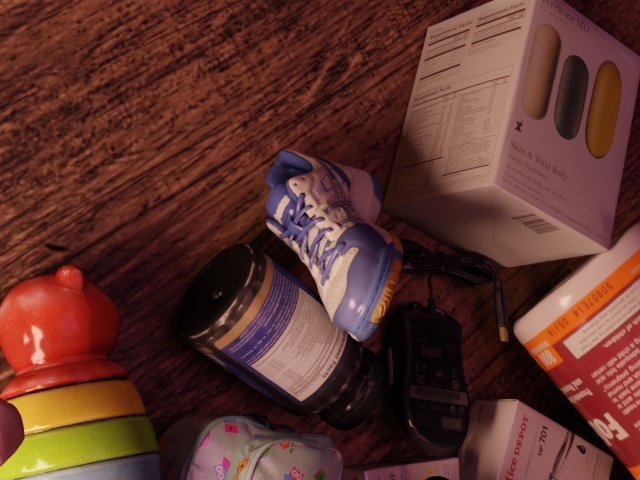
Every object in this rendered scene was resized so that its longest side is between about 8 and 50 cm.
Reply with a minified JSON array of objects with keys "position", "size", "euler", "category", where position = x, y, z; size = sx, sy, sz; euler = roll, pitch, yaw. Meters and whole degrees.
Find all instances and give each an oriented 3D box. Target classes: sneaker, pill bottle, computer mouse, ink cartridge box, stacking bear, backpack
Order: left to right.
[{"position":[-0.227,0.170,1.128],"size":[0.164,0.175,0.289],"euler":[-2,75,-44],"category":"stacking bear"},{"position":[-0.078,0.257,1.229],"size":[0.188,0.144,0.166],"euler":[19,78,-30],"category":"backpack"},{"position":[-0.034,0.110,1.294],"size":[0.219,0.123,0.123],"euler":[39,62,-27],"category":"pill bottle"},{"position":[0.000,0.000,1.279],"size":[0.131,0.296,0.112],"euler":[23,111,-18],"category":"sneaker"},{"position":[0.075,0.306,1.382],"size":[0.181,0.061,0.104],"euler":[0,84,-37],"category":"ink cartridge box"},{"position":[0.153,0.133,1.473],"size":[0.184,0.060,0.262],"euler":[6,68,-32],"category":"computer mouse"},{"position":[0.262,0.297,1.513],"size":[0.191,0.082,0.139],"euler":[32,65,-31],"category":"ink cartridge box"},{"position":[0.443,0.187,1.498],"size":[0.224,0.224,0.392],"euler":[-34,81,-35],"category":"pill bottle"}]

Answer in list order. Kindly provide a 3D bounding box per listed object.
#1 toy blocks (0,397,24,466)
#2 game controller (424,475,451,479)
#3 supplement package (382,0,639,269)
[{"position":[-0.418,0.075,0.987],"size":[0.260,0.309,0.288],"euler":[-70,141,-60],"category":"toy blocks"},{"position":[0.160,0.411,1.392],"size":[0.166,0.067,0.319],"euler":[-56,129,-29],"category":"game controller"},{"position":[0.236,-0.130,1.483],"size":[0.199,0.198,0.262],"euler":[27,68,-30],"category":"supplement package"}]
